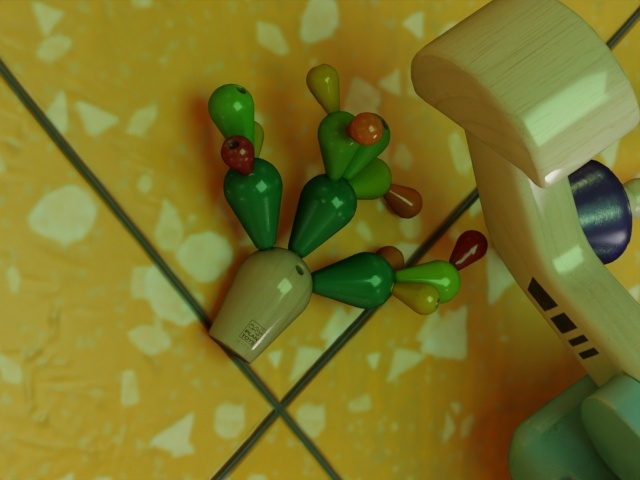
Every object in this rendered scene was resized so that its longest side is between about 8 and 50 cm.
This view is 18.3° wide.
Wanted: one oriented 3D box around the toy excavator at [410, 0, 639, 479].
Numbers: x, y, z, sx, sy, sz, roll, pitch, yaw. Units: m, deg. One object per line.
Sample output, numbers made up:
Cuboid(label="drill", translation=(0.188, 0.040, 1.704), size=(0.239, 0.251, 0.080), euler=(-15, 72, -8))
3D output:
Cuboid(label="toy excavator", translation=(0.207, 0.104, 1.291), size=(0.222, 0.433, 0.445), euler=(-36, 71, -17))

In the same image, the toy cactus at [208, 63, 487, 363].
Cuboid(label="toy cactus", translation=(0.000, 0.000, 1.269), size=(0.219, 0.112, 0.180), euler=(41, 79, -34))

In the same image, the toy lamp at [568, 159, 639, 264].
Cuboid(label="toy lamp", translation=(0.251, -0.036, 1.431), size=(0.275, 0.080, 0.080), euler=(-14, 97, -33))
